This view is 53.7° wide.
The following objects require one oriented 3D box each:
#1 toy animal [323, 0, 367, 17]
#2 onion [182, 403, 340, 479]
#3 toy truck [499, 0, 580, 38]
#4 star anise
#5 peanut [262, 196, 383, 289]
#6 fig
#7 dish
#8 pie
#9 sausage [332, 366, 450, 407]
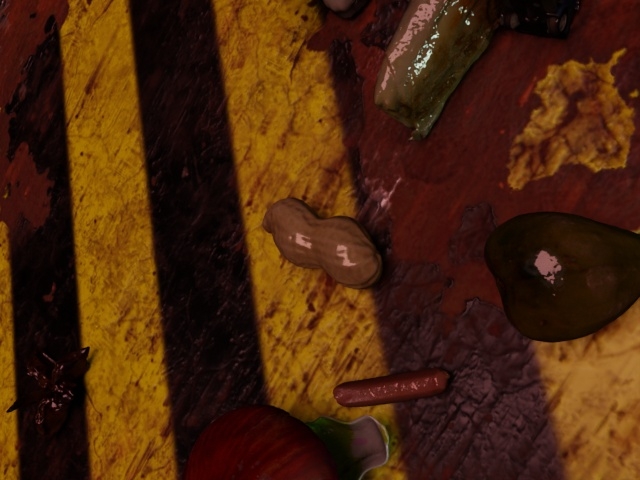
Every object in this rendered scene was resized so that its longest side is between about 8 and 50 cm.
[{"bbox_3d":[-0.048,-0.427,0.727,0.193,0.357,0.258,35,98,32],"label":"toy animal"},{"bbox_3d":[-0.070,0.311,0.716,0.248,0.161,0.248,175,90,-66],"label":"onion"},{"bbox_3d":[0.210,-0.284,0.641,0.074,0.201,0.088,21,90,34],"label":"toy truck"},{"bbox_3d":[-0.444,0.234,0.979,0.140,0.144,0.159,-18,74,35],"label":"star anise"},{"bbox_3d":[0.000,0.000,0.792,0.187,0.082,0.082,22,93,32],"label":"peanut"},{"bbox_3d":[0.256,0.020,0.613,0.184,0.126,0.133,-27,56,28],"label":"fig"},{"bbox_3d":[0.031,0.248,0.753,0.137,0.039,0.091,-30,72,27],"label":"dish"},{"bbox_3d":[0.150,-0.251,0.717,0.068,0.128,0.283,36,103,41],"label":"pie"},{"bbox_3d":[0.083,0.173,0.740,0.146,0.030,0.035,-14,78,28],"label":"sausage"}]
